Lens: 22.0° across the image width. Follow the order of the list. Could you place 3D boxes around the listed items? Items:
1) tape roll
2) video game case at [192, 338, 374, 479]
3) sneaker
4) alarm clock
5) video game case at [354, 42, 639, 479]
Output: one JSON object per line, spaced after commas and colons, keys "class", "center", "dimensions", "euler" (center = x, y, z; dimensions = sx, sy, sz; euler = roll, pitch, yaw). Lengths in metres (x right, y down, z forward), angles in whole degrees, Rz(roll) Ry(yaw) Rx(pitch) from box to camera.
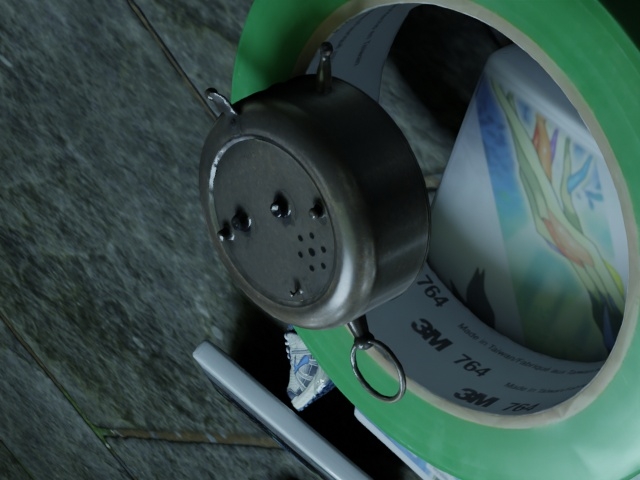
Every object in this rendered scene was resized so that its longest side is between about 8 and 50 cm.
{"class": "tape roll", "center": [0.089, -0.026, 0.860], "dimensions": [0.321, 0.077, 0.321], "euler": [25, 127, 38]}
{"class": "video game case", "center": [-0.022, 0.163, 1.387], "dimensions": [0.190, 0.022, 0.173], "euler": [39, 170, 11]}
{"class": "sneaker", "center": [-0.002, 0.085, 1.286], "dimensions": [0.058, 0.052, 0.135], "euler": [51, 147, 11]}
{"class": "alarm clock", "center": [0.000, 0.000, 0.867], "dimensions": [0.129, 0.064, 0.192], "euler": [-15, 102, 50]}
{"class": "video game case", "center": [0.175, 0.099, 0.922], "dimensions": [0.329, 0.036, 0.300], "euler": [42, 136, 25]}
